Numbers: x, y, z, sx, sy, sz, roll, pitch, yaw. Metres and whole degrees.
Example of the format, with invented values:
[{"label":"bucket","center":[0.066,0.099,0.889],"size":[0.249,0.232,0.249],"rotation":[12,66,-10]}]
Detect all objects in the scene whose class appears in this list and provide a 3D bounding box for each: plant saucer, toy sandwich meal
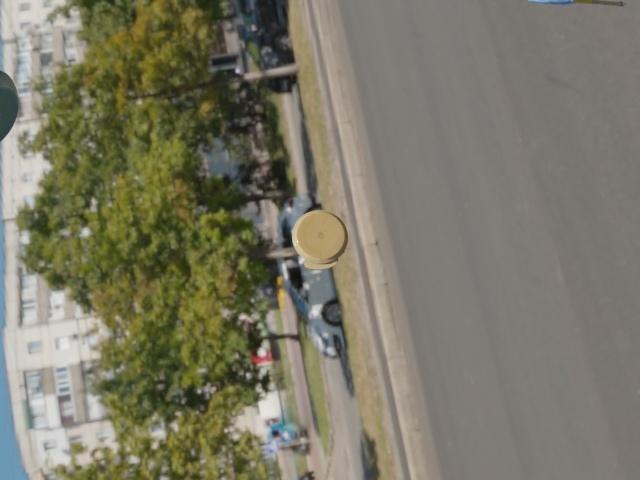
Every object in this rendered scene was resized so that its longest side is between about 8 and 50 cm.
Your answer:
[{"label":"plant saucer","center":[-0.433,-0.163,1.039],"size":[0.119,0.021,0.119],"rotation":[-58,-12,-20]},{"label":"toy sandwich meal","center":[0.000,0.000,1.098],"size":[0.029,0.085,0.086],"rotation":[106,154,-72]}]

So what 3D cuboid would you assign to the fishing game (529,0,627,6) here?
[{"label":"fishing game","center":[0.418,-0.464,1.485],"size":[0.264,0.189,0.041],"rotation":[36,125,57]}]
